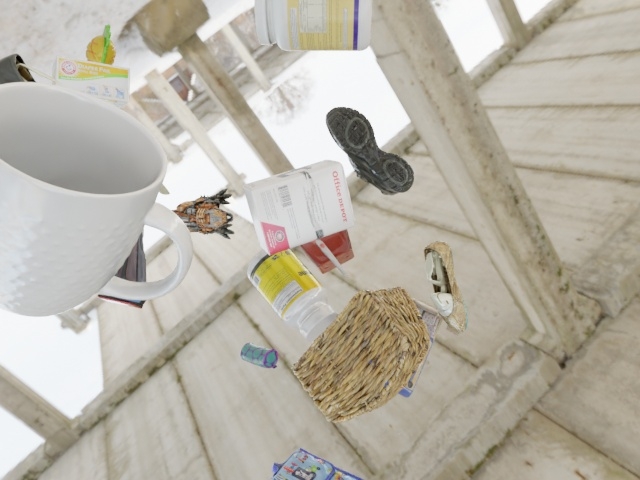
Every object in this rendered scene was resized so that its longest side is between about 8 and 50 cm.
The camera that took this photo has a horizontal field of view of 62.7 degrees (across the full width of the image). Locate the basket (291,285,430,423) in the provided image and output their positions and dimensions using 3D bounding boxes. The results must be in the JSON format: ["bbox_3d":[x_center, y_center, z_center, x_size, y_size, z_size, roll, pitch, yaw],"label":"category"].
[{"bbox_3d":[0.126,0.278,1.263,0.213,0.223,0.299,48,-68,25],"label":"basket"}]

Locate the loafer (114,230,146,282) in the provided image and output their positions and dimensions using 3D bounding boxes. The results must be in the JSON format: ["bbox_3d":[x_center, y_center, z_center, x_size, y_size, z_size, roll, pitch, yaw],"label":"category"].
[{"bbox_3d":[-0.531,-0.006,1.438,0.109,0.095,0.302,128,-45,-60],"label":"loafer"}]

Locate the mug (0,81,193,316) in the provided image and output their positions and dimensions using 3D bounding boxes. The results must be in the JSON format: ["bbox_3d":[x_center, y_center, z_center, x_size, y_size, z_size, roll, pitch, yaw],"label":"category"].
[{"bbox_3d":[-0.396,-0.021,0.874,0.328,0.374,0.276,-55,-162,32],"label":"mug"}]

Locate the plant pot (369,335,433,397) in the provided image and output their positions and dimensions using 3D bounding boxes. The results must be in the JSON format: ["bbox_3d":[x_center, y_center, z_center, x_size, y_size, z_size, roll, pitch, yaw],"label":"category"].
[{"bbox_3d":[0.199,0.346,1.640,0.212,0.236,0.236,-10,-131,63],"label":"plant pot"}]

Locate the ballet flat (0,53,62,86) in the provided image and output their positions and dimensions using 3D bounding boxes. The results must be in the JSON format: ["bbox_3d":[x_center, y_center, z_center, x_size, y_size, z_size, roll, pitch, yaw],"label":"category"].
[{"bbox_3d":[-0.572,-0.284,1.129,0.096,0.280,0.095,-44,-160,4],"label":"ballet flat"}]

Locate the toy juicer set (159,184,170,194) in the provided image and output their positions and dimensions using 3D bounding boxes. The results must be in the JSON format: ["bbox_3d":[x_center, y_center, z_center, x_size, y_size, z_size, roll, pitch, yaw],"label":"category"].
[{"bbox_3d":[-0.655,-0.241,1.711,0.209,0.329,0.089,128,-34,-64],"label":"toy juicer set"}]

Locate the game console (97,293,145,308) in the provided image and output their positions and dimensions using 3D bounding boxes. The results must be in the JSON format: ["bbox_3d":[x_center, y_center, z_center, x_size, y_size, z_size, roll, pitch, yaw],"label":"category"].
[{"bbox_3d":[-0.714,0.193,1.925,0.144,0.124,0.085,10,-107,10],"label":"game console"}]

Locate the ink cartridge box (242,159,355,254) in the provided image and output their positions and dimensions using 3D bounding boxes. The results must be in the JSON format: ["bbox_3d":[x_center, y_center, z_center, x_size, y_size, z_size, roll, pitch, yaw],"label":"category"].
[{"bbox_3d":[-0.051,-0.088,1.316,0.237,0.171,0.100,-19,-161,-16],"label":"ink cartridge box"}]

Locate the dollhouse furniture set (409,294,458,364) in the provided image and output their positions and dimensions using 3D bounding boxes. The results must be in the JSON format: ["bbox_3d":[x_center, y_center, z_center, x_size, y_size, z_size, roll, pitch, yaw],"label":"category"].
[{"bbox_3d":[0.276,0.353,1.868,0.356,0.174,0.303,27,-79,47],"label":"dollhouse furniture set"}]

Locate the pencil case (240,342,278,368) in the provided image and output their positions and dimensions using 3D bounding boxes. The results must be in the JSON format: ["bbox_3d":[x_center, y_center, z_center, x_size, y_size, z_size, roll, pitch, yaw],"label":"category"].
[{"bbox_3d":[-0.201,0.379,1.738,0.070,0.064,0.152,-15,-170,-39],"label":"pencil case"}]

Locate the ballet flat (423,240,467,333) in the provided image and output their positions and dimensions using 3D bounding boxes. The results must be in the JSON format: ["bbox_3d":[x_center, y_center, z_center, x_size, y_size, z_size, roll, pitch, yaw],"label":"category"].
[{"bbox_3d":[0.261,0.101,1.137,0.073,0.067,0.206,-38,-123,53],"label":"ballet flat"}]

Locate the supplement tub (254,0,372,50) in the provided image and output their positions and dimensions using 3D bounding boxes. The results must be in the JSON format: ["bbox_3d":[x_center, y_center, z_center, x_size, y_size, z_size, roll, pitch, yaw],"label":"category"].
[{"bbox_3d":[-0.016,-0.691,1.568,0.331,0.241,0.241,1,-148,3],"label":"supplement tub"}]

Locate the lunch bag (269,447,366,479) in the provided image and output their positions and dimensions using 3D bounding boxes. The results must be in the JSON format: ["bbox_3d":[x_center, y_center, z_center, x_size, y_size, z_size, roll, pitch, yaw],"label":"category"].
[{"bbox_3d":[-0.021,0.751,1.553,0.221,0.293,0.138,-25,140,-63],"label":"lunch bag"}]

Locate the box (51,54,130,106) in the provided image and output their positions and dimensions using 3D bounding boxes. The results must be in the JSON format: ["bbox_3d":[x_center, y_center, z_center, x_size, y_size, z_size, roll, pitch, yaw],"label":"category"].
[{"bbox_3d":[-0.683,-0.467,1.564,0.203,0.103,0.114,1,-178,-30],"label":"box"}]

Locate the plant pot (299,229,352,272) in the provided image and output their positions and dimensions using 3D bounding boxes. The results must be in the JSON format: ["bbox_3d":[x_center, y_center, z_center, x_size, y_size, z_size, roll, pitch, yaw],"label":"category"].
[{"bbox_3d":[0.027,0.006,2.525,0.267,0.235,0.267,-29,163,-1],"label":"plant pot"}]

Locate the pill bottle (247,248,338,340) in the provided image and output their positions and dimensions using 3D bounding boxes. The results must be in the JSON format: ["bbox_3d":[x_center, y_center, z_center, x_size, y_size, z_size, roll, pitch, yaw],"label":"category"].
[{"bbox_3d":[-0.094,0.184,1.852,0.188,0.188,0.334,-40,-115,-6],"label":"pill bottle"}]

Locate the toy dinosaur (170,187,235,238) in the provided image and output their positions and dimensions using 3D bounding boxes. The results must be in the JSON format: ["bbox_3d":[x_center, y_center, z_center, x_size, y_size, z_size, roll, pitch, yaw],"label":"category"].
[{"bbox_3d":[-0.399,-0.088,1.708,0.322,0.164,0.218,27,-158,31],"label":"toy dinosaur"}]

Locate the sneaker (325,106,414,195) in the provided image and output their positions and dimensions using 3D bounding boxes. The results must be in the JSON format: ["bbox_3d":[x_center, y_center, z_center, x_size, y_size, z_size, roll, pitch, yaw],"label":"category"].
[{"bbox_3d":[0.110,-0.220,1.370,0.109,0.286,0.130,-41,-178,-19],"label":"sneaker"}]

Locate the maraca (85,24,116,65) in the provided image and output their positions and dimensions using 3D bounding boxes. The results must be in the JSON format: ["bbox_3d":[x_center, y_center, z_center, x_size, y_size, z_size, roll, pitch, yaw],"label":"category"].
[{"bbox_3d":[-0.786,-0.689,1.896,0.185,0.099,0.127,-46,-127,39],"label":"maraca"}]

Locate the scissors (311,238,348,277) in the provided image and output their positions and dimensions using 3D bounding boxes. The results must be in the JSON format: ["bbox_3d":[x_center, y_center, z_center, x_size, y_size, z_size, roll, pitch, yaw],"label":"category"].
[{"bbox_3d":[0.000,0.000,1.733,0.109,0.297,0.021,-47,171,-40],"label":"scissors"}]
